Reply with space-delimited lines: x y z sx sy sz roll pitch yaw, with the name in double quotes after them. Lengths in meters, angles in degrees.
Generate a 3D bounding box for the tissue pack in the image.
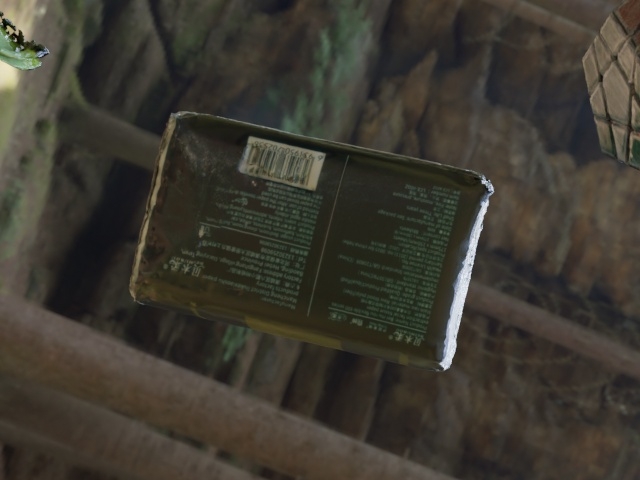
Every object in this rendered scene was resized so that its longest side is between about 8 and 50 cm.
0.000 0.000 1.591 0.253 0.416 0.264 19 83 -79 "tissue pack"

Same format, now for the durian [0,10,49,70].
-0.450 -0.299 1.295 0.106 0.375 0.132 -33 -156 36 "durian"

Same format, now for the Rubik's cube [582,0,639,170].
0.468 -0.193 1.445 0.319 0.319 0.264 -98 -154 -79 "Rubik's cube"
